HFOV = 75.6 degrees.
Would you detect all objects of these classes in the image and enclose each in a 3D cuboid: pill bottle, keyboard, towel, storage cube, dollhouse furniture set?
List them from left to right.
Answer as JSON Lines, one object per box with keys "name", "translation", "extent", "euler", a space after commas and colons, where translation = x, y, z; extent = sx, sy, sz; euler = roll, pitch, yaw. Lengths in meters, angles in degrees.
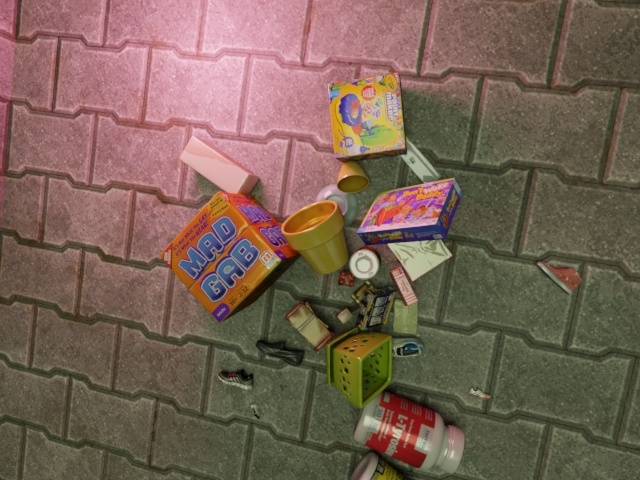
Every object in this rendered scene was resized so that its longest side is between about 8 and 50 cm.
{"name": "dollhouse furniture set", "translation": [0.045, 0.279, 1.775], "extent": [0.374, 0.152, 0.201], "euler": [-42, 84, -6]}
{"name": "pill bottle", "translation": [0.186, 0.086, 1.680], "extent": [0.119, 0.208, 0.119], "euler": [1, 94, 11]}
{"name": "pill bottle", "translation": [0.298, 1.076, 1.734], "extent": [0.333, 0.188, 0.188], "euler": [37, 100, 6]}
{"name": "towel", "translation": [0.363, 0.322, 1.753], "extent": [0.109, 0.027, 0.148], "euler": [2, 94, 10]}
{"name": "pill bottle", "translation": [0.356, 0.778, 1.682], "extent": [0.407, 0.229, 0.229], "euler": [19, 97, 9]}
{"name": "keyboard", "translation": [0.390, -0.340, 1.714], "extent": [0.072, 0.014, 0.256], "euler": [-41, 85, 16]}
{"name": "storage cube", "translation": [0.392, 0.027, 1.644], "extent": [0.214, 0.193, 0.184], "euler": [-34, 87, 12]}

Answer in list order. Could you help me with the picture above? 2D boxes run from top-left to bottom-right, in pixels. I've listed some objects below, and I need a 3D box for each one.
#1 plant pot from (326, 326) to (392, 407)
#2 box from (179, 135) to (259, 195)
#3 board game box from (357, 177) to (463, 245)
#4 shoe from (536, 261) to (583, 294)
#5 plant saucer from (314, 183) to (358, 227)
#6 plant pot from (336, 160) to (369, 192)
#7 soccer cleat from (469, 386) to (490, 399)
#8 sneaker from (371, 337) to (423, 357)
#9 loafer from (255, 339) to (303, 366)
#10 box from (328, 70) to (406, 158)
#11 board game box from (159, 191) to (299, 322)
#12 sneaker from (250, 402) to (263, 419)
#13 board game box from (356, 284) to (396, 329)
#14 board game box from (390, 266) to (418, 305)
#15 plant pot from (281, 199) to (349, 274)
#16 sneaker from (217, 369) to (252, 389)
{"name": "plant pot", "translation": [0.147, 0.495, 1.677], "extent": [0.207, 0.227, 0.229], "euler": [14, 112, 40]}
{"name": "box", "translation": [-0.441, -0.316, 1.815], "extent": [0.311, 0.148, 0.121], "euler": [34, 99, 6]}
{"name": "board game box", "translation": [0.331, -0.102, 1.554], "extent": [0.346, 0.233, 0.078], "euler": [-6, 133, 45]}
{"name": "shoe", "translation": [0.934, 0.125, 1.610], "extent": [0.178, 0.063, 0.081], "euler": [42, 99, 1]}
{"name": "plant saucer", "translation": [0.066, -0.147, 1.778], "extent": [0.194, 0.037, 0.195], "euler": [1, 93, 11]}
{"name": "plant pot", "translation": [0.130, -0.273, 1.721], "extent": [0.134, 0.134, 0.095], "euler": [-11, 63, 12]}
{"name": "soccer cleat", "translation": [0.664, 0.634, 1.713], "extent": [0.083, 0.029, 0.036], "euler": [9, 100, 15]}
{"name": "sneaker", "translation": [0.316, 0.456, 1.743], "extent": [0.236, 0.086, 0.085], "euler": [-9, 94, 13]}
{"name": "loafer", "translation": [-0.182, 0.489, 1.853], "extent": [0.223, 0.076, 0.078], "euler": [20, 92, 5]}
{"name": "box", "translation": [0.194, -0.482, 1.653], "extent": [0.278, 0.177, 0.290], "euler": [-6, 93, 14]}
{"name": "board game box", "translation": [-0.344, 0.055, 1.709], "extent": [0.356, 0.356, 0.356], "euler": [-45, 84, 11]}
{"name": "sneaker", "translation": [-0.299, 0.791, 1.912], "extent": [0.032, 0.037, 0.083], "euler": [-43, 83, 13]}
{"name": "board game box", "translation": [0.230, 0.276, 1.702], "extent": [0.048, 0.140, 0.171], "euler": [38, 123, 45]}
{"name": "board game box", "translation": [0.331, 0.187, 1.653], "extent": [0.045, 0.193, 0.147], "euler": [-25, 78, 3]}
{"name": "plant pot", "translation": [0.000, 0.000, 1.692], "extent": [0.253, 0.254, 0.239], "euler": [-20, 115, 12]}
{"name": "sneaker", "translation": [-0.388, 0.628, 1.908], "extent": [0.170, 0.063, 0.075], "euler": [17, 97, 5]}
